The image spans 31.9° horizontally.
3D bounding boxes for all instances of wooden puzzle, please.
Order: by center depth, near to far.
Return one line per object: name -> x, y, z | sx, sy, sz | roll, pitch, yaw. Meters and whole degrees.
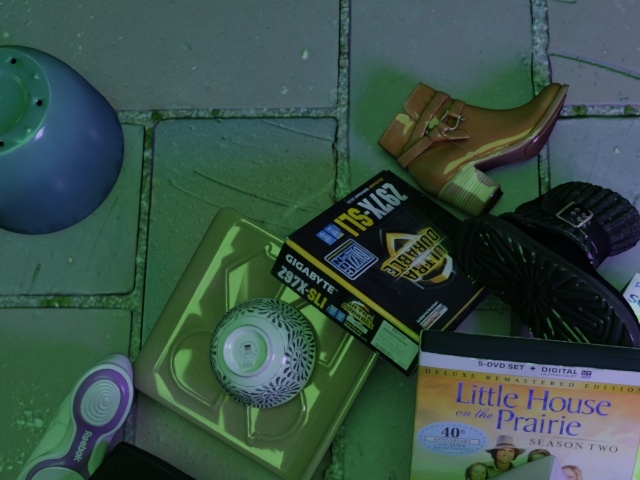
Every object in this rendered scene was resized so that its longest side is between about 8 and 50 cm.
wooden puzzle -> -0.086, 0.163, 1.751 | 0.348, 0.080, 0.322 | 29, 90, 17

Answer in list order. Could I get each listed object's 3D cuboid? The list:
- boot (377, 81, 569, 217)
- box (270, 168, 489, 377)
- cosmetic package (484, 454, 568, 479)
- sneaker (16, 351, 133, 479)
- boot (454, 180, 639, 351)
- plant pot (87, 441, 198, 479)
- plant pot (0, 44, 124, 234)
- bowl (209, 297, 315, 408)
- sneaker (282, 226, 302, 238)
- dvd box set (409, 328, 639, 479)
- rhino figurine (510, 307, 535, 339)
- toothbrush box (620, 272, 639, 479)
boot -> 0.252, -0.194, 1.839 | 0.220, 0.109, 0.283 | 38, 88, 18
box -> 0.114, 0.037, 1.688 | 0.257, 0.079, 0.322 | 35, 36, 15
cosmetic package -> 0.225, 0.553, 1.410 | 0.327, 0.329, 0.393 | -27, 92, 20
sneaker -> -0.372, 0.309, 1.746 | 0.114, 0.152, 0.305 | 32, 100, -10
boot -> 0.396, 0.040, 1.644 | 0.260, 0.131, 0.348 | -15, 46, -35
plant pot -> -0.261, 0.410, 1.671 | 0.167, 0.187, 0.188 | 34, 79, 26
plant pot -> -0.490, -0.180, 1.819 | 0.293, 0.235, 0.293 | -1, 75, 4
bowl -> -0.100, 0.166, 1.670 | 0.170, 0.080, 0.170 | -2, 82, 15
sneaker -> 0.000, 0.000, 1.808 | 0.166, 0.076, 0.065 | -21, 74, -1
dvd box set -> 0.276, 0.324, 1.560 | 0.308, 0.062, 0.420 | 5, 120, 5
rhino figurine -> 0.331, 0.179, 1.727 | 0.106, 0.073, 0.243 | 3, 73, 36
toothbrush box -> 0.486, 0.227, 1.681 | 0.206, 0.122, 0.283 | 32, 78, 12
